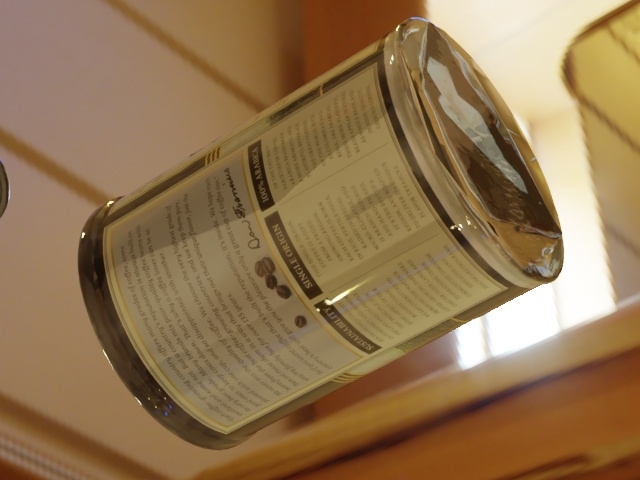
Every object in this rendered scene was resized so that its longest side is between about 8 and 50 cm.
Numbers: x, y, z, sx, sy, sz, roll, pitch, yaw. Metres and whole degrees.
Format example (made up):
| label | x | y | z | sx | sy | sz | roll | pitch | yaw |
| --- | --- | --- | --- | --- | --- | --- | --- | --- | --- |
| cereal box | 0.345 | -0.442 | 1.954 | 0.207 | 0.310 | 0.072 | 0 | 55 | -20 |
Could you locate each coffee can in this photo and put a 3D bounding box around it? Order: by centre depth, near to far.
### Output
| label | x | y | z | sx | sy | sz | roll | pitch | yaw |
| --- | --- | --- | --- | --- | --- | --- | --- | --- | --- |
| coffee can | 0.000 | 0.000 | 1.098 | 0.201 | 0.275 | 0.201 | 44 | -151 | -33 |

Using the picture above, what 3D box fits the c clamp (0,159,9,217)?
| label | x | y | z | sx | sy | sz | roll | pitch | yaw |
| --- | --- | --- | --- | --- | --- | --- | --- | --- | --- |
| c clamp | -0.309 | -0.046 | 1.186 | 0.137 | 0.161 | 0.022 | 64 | -155 | 2 |
